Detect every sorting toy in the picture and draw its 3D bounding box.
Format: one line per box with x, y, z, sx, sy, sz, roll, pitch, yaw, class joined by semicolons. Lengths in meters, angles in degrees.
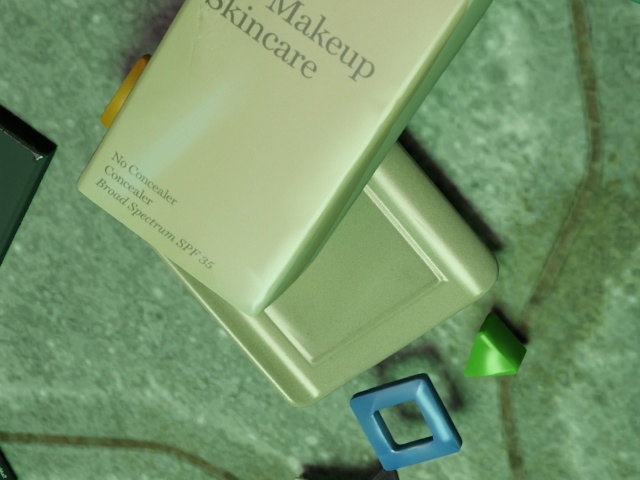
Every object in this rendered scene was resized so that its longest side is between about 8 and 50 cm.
0.000;0.000;1.104;0.196;0.047;0.347;-36;98;31;sorting toy

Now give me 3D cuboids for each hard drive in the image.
-0.264;-0.046;1.216;0.094;0.022;0.135;36;126;4;hard drive

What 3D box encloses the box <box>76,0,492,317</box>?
0.001;-0.124;0.953;0.148;0.121;0.311;35;115;5;box

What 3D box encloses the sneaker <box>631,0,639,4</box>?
0.215;-0.255;0.826;0.121;0.108;0.302;19;131;14;sneaker

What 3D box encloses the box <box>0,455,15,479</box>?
-0.413;0.196;1.350;0.247;0.142;0.163;-16;108;30;box

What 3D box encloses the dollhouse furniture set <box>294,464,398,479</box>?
0.012;0.232;1.213;0.081;0.091;0.114;4;123;41;dollhouse furniture set
